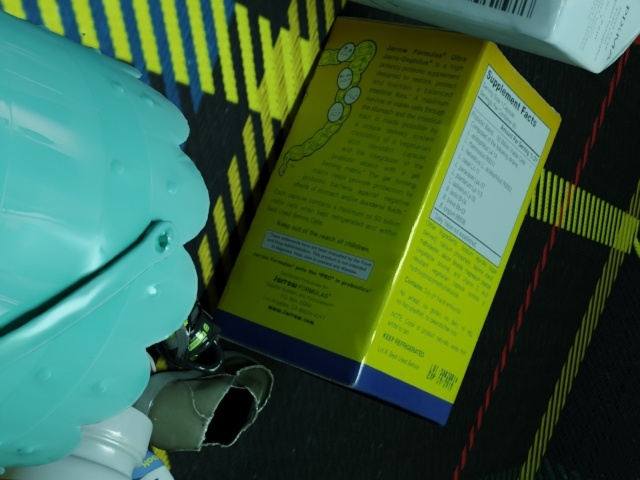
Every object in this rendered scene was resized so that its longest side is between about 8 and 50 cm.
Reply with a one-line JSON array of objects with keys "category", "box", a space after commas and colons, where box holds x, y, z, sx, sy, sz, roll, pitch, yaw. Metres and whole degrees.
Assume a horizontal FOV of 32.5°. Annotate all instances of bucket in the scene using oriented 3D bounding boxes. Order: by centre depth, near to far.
[{"category": "bucket", "box": [-0.224, -0.010, 0.594, 0.183, 0.281, 0.281, 25, 88, -57]}]

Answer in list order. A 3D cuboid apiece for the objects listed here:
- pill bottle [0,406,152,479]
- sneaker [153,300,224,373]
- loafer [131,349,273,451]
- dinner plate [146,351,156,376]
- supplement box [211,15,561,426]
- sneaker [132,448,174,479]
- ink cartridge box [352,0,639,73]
[{"category": "pill bottle", "box": [-0.215, 0.250, 0.871, 0.136, 0.136, 0.246, 63, 35, -56]}, {"category": "sneaker", "box": [-0.132, 0.067, 1.013, 0.067, 0.078, 0.188, -55, 151, -21]}, {"category": "loafer", "box": [-0.104, 0.176, 1.123, 0.251, 0.087, 0.094, -8, 118, -68]}, {"category": "dinner plate", "box": [-0.205, 0.161, 1.024, 0.141, 0.017, 0.141, -40, 142, -41]}, {"category": "supplement box", "box": [0.072, -0.021, 1.127, 0.194, 0.195, 0.356, 32, 78, -52]}, {"category": "sneaker", "box": [-0.196, 0.268, 1.064, 0.144, 0.059, 0.053, -57, 167, 4]}, {"category": "ink cartridge box", "box": [0.141, -0.223, 1.026, 0.385, 0.308, 0.091, 10, 101, -63]}]
